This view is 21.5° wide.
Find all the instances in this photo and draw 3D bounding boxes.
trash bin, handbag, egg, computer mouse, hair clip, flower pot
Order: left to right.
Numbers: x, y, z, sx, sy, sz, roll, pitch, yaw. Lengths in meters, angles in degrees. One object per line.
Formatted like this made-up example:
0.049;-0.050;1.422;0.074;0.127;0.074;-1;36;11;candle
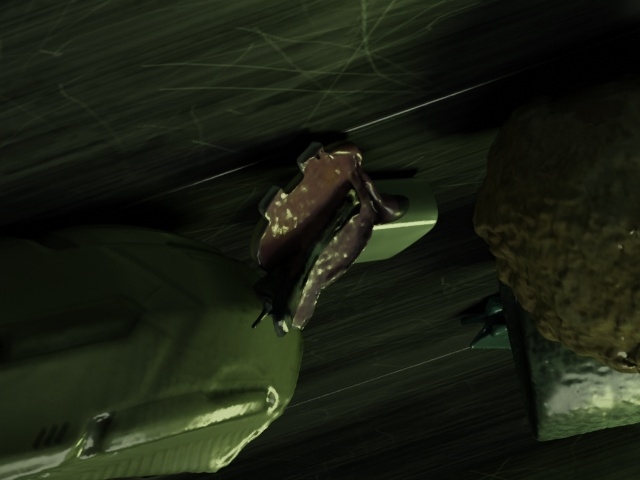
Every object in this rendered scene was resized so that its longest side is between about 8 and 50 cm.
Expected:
-0.204;0.092;1.442;0.429;0.228;0.145;-8;156;-23;computer mouse
-0.007;-0.002;1.459;0.056;0.187;0.146;16;154;36;hair clip
0.027;-0.015;1.600;0.130;0.059;0.116;-6;162;-35;trash bin
0.309;0.079;2.161;0.179;0.062;0.229;2;154;-47;handbag
0.353;0.093;1.867;0.283;0.299;0.299;-12;163;1;flower pot
0.287;-0.016;1.466;0.310;0.279;0.279;19;-170;39;egg
